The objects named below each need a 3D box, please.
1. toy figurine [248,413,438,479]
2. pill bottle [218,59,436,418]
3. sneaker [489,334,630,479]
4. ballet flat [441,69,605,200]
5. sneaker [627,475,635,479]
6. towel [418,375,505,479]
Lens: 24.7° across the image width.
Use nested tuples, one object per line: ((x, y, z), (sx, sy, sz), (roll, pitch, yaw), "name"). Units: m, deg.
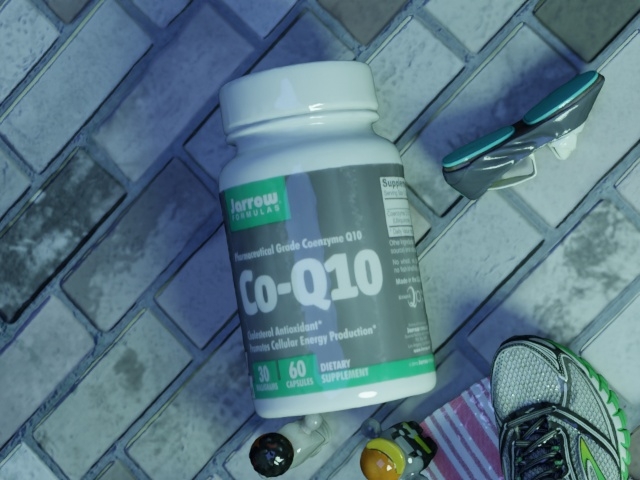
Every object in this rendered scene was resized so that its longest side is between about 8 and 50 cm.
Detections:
((0.020, 0.294, 1.588), (0.213, 0.148, 0.209), (4, 96, 24), "toy figurine")
((0.000, 0.000, 1.586), (0.204, 0.204, 0.361), (-11, 86, 17), "pill bottle")
((0.246, 0.250, 1.479), (0.134, 0.146, 0.343), (-28, 62, 26), "sneaker")
((0.230, -0.107, 1.592), (0.203, 0.074, 0.074), (-31, 81, 8), "ballet flat")
((0.346, 0.271, 1.559), (0.067, 0.042, 0.118), (-35, 87, 18), "sneaker")
((0.170, 0.248, 1.624), (0.197, 0.029, 0.144), (-36, 79, 16), "towel")
